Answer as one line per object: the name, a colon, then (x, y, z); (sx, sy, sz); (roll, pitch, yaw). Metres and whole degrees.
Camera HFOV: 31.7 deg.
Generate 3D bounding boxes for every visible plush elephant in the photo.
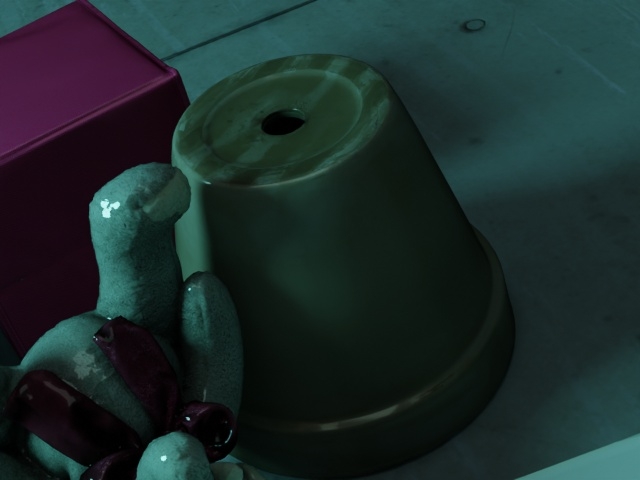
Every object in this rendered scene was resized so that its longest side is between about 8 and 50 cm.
plush elephant: (-0.128, 0.166, 0.821); (0.272, 0.330, 0.255); (-33, 45, -24)

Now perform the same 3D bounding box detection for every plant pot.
plant pot: (0.000, 0.000, 1.006); (0.323, 0.280, 0.323); (-9, 40, 7)

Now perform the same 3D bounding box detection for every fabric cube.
fabric cube: (-0.275, -0.062, 1.186); (0.258, 0.259, 0.254); (-30, 40, -16)

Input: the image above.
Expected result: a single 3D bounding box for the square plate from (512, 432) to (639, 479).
square plate: (0.182, 0.232, 0.721); (0.347, 0.049, 0.344); (-18, 20, -7)
